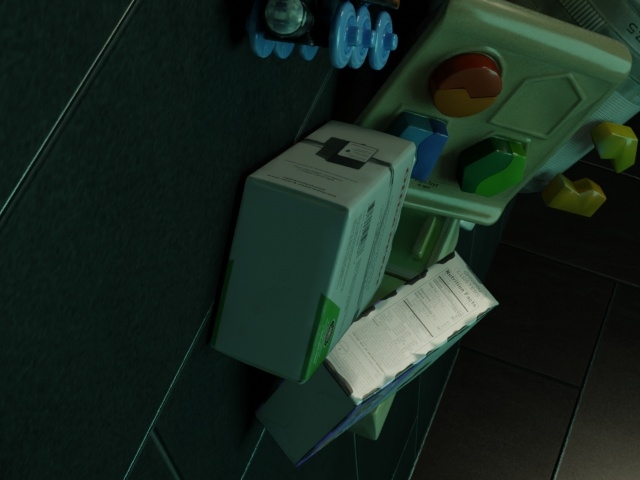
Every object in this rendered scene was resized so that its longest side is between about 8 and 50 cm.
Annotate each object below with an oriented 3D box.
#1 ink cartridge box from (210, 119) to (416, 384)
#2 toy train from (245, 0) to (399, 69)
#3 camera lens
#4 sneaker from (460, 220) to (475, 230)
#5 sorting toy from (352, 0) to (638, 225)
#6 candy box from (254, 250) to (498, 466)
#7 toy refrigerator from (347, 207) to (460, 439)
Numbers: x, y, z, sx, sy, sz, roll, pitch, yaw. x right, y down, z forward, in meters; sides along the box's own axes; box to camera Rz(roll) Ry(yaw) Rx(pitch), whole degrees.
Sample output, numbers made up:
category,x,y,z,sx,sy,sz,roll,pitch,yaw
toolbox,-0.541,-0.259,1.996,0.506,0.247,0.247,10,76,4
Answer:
category,x,y,z,sx,sy,sz,roll,pitch,yaw
ink cartridge box,0.000,0.000,0.935,0.208,0.087,0.153,-42,149,-65
toy train,0.006,-0.171,0.760,0.184,0.080,0.105,-23,122,-71
camera lens,0.237,-0.200,1.162,0.274,0.219,0.219,-41,180,26
sneaker,0.190,-0.107,1.538,0.256,0.094,0.151,-61,172,-74
sorting toy,0.184,-0.098,1.053,0.229,0.307,0.041,-54,-142,36
candy box,0.052,0.113,1.081,0.196,0.070,0.165,-31,167,-34
toy refrigerator,0.064,0.072,1.266,0.094,0.102,0.269,83,29,-61
